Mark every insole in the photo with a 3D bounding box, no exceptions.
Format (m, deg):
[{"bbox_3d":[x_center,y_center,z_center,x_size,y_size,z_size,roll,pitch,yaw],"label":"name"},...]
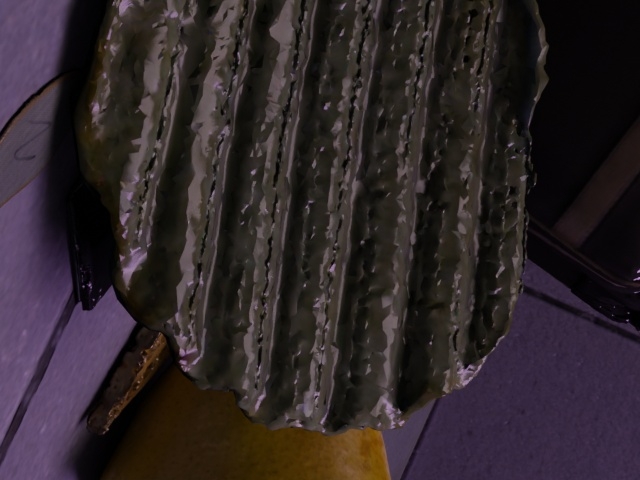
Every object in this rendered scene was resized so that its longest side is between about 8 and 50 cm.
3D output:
[{"bbox_3d":[-0.190,-0.036,0.846,0.188,0.004,0.064,-57,162,-32],"label":"insole"}]

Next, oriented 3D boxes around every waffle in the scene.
[{"bbox_3d":[-0.142,0.081,1.161,0.153,0.023,0.097,-49,157,-50],"label":"waffle"}]

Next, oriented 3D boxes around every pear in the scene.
[{"bbox_3d":[-0.060,0.159,1.233,0.267,0.266,0.178,43,49,-75],"label":"pear"}]

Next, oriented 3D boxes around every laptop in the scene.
[{"bbox_3d":[-0.127,-0.048,1.034,0.180,0.016,0.129,-58,164,-35],"label":"laptop"}]

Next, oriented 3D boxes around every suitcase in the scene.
[{"bbox_3d":[0.179,-0.137,1.153,0.283,0.434,0.194,-52,171,-6],"label":"suitcase"}]

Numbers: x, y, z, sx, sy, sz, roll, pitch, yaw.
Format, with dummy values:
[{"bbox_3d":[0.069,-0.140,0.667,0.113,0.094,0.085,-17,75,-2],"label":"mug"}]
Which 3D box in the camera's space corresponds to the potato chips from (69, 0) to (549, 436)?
[{"bbox_3d":[0.003,-0.072,0.960,0.358,0.070,0.429,2,99,-31],"label":"potato chips"}]
